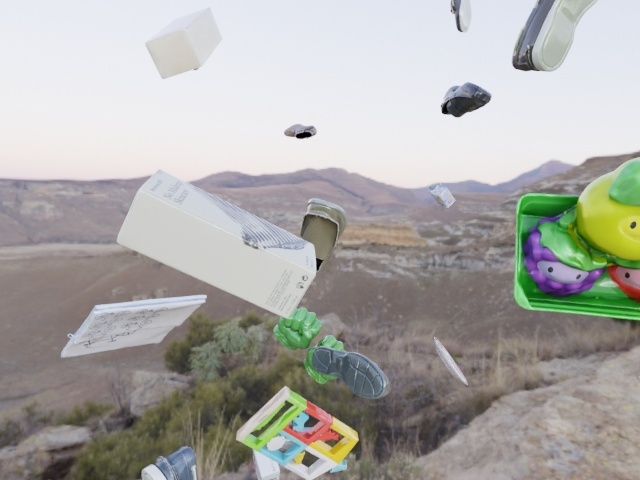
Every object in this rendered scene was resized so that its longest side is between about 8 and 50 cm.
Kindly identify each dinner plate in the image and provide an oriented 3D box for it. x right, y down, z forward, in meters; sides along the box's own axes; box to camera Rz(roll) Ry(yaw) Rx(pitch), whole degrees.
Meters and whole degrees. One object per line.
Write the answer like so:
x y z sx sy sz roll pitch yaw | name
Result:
0.326 0.308 1.254 0.017 0.141 0.141 -36 -3 10 | dinner plate

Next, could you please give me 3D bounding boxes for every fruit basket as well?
0.579 0.010 0.969 0.392 0.282 0.392 6 -9 1 | fruit basket

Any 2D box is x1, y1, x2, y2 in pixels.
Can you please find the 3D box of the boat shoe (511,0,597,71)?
0.377 -0.372 0.774 0.081 0.227 0.069 29 1 -30 | boat shoe

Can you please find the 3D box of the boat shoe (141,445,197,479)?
-0.223 0.431 0.793 0.095 0.254 0.079 22 37 40 | boat shoe

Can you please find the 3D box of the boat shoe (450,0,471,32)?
0.298 -0.511 1.063 0.038 0.125 0.046 4 15 43 | boat shoe

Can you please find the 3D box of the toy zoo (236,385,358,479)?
-0.041 0.510 1.262 0.293 0.192 0.030 38 17 -19 | toy zoo

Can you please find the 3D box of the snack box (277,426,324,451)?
-0.064 0.542 1.343 0.141 0.037 0.100 2 -39 -12 | snack box

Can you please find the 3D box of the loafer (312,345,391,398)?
0.091 0.335 1.283 0.084 0.096 0.268 18 -4 -41 | loafer

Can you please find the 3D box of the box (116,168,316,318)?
-0.147 0.005 0.747 0.275 0.094 0.113 26 20 -15 | box

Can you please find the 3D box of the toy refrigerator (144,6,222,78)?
-0.319 -0.478 1.192 0.102 0.094 0.269 -14 33 10 | toy refrigerator

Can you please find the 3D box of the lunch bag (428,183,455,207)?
0.422 -0.161 1.730 0.071 0.053 0.083 46 -5 -29 | lunch bag

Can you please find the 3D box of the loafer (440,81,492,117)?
0.352 -0.338 1.209 0.076 0.078 0.223 27 10 -10 | loafer

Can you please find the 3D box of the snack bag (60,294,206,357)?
-0.537 0.251 1.400 0.323 0.037 0.342 -1 -30 -46 | snack bag

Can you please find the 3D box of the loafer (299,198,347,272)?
0.000 0.000 1.088 0.094 0.087 0.251 16 -29 8 | loafer

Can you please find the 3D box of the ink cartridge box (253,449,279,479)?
-0.210 0.868 1.895 0.072 0.175 0.127 -12 48 -17 | ink cartridge box

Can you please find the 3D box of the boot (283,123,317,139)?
-0.068 -0.340 1.557 0.119 0.042 0.087 -10 26 15 | boot

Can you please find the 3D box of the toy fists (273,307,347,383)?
-0.027 0.338 1.610 0.279 0.142 0.096 47 24 7 | toy fists
